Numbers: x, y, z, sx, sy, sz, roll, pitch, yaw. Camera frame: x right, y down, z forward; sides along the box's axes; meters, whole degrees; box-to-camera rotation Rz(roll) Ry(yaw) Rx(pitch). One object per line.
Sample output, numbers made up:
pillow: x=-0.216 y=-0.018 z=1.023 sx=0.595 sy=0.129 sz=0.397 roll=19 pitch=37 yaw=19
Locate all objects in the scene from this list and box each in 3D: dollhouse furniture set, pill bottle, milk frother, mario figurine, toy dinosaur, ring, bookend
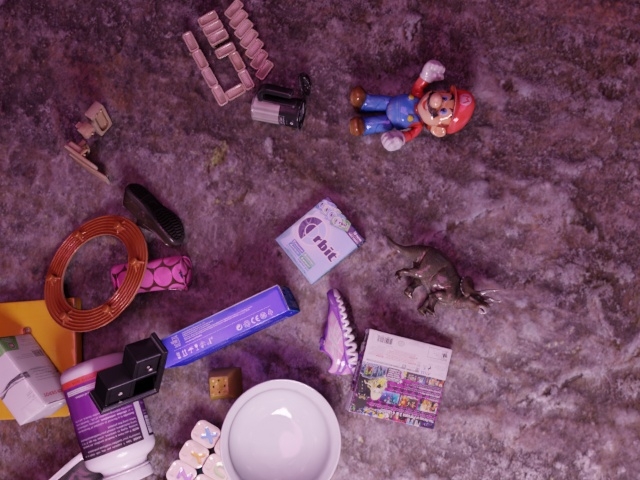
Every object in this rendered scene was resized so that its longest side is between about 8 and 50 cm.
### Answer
dollhouse furniture set: x=-0.607 y=-0.269 z=1.813 sx=0.123 sy=0.144 sz=0.151 roll=34 pitch=74 yaw=5
pill bottle: x=-0.541 y=0.464 z=1.684 sx=0.182 sy=0.181 sz=0.322 roll=-21 pitch=81 yaw=5
milk frother: x=-0.104 y=-0.390 z=1.779 sx=0.135 sy=0.129 sz=0.143 roll=13 pitch=42 yaw=9
mario figurine: x=0.233 y=-0.348 z=1.677 sx=0.321 sy=0.170 sz=0.198 roll=-1 pitch=118 yaw=15
toy dinosaur: x=0.290 y=0.095 z=1.665 sx=0.160 sy=0.121 sz=0.313 roll=-40 pitch=75 yaw=-11
ring: x=-0.612 y=0.080 z=1.752 sx=0.337 sy=0.032 sz=0.336 roll=-9 pitch=64 yaw=20
bookend: x=-0.463 y=0.320 z=1.574 sx=0.072 sy=0.156 sz=0.157 roll=44 pitch=129 yaw=30

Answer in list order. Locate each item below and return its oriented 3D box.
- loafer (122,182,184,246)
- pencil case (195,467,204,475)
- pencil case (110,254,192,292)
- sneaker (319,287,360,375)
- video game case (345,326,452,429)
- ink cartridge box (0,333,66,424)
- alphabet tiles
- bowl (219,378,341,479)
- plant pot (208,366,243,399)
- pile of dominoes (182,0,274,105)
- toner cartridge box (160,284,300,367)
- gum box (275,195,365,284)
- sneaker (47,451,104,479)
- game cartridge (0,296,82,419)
loafer: x=-0.462 y=-0.061 z=1.798 sx=0.220 sy=0.080 sz=0.078 roll=47 pitch=124 yaw=9
pencil case: x=-0.344 y=0.642 z=1.695 sx=0.152 sy=0.064 sz=0.070 roll=-31 pitch=67 yaw=3
pencil case: x=-0.456 y=0.099 z=1.764 sx=0.209 sy=0.095 sz=0.098 roll=-8 pitch=89 yaw=9
sneaker: x=0.040 y=0.243 z=1.681 sx=0.105 sy=0.095 sz=0.236 roll=-15 pitch=82 yaw=13
video game case: x=0.198 y=0.345 z=1.629 sx=0.232 sy=0.042 sz=0.210 roll=15 pitch=85 yaw=-13
ink cartridge box: x=-0.765 y=0.356 z=1.692 sx=0.093 sy=0.160 sz=0.219 roll=-41 pitch=81 yaw=3
alphabet tiles: x=-0.233 y=0.597 z=1.661 sx=0.278 sy=0.021 sz=0.284 roll=32 pitch=73 yaw=-2
bowl: x=-0.103 y=0.499 z=1.627 sx=0.298 sy=0.134 sz=0.297 roll=2 pitch=76 yaw=-8
plant pot: x=-0.255 y=0.377 z=1.705 sx=0.082 sy=0.083 sz=0.081 roll=-6 pitch=83 yaw=8
pile of dominoes: x=-0.256 y=-0.531 z=1.849 sx=0.196 sy=0.040 sz=0.251 roll=-28 pitch=89 yaw=3
toner cartridge box: x=-0.235 y=0.222 z=1.680 sx=0.348 sy=0.165 sz=0.075 roll=-25 pitch=81 yaw=4
gum box: x=0.000 y=0.000 z=1.736 sx=0.184 sy=0.041 sz=0.157 roll=-40 pitch=80 yaw=2
sneaker: x=-0.667 y=0.695 z=1.711 sx=0.296 sy=0.104 sz=0.147 roll=-43 pitch=75 yaw=-3
game cartridge: x=-0.798 y=0.327 z=1.806 sx=0.286 sy=0.053 sz=0.323 roll=-4 pitch=85 yaw=7
